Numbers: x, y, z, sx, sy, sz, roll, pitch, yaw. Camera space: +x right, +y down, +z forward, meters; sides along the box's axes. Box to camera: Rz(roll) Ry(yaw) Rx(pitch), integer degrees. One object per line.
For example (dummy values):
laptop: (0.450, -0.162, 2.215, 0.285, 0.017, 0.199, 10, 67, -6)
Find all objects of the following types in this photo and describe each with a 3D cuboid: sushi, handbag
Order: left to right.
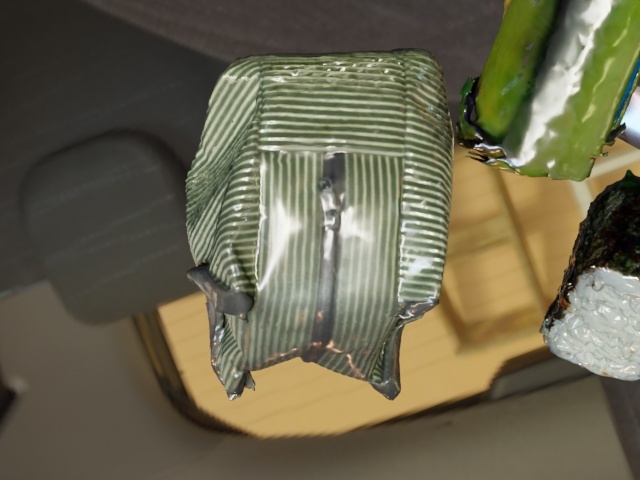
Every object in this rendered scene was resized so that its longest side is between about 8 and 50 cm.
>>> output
handbag: (0.000, 0.000, 1.213, 0.247, 0.240, 0.341, -1, 154, -6)
sushi: (0.284, 0.035, 1.192, 0.225, 0.124, 0.127, 94, 19, -63)

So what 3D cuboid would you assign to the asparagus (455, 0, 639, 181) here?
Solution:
asparagus: (0.225, -0.224, 1.000, 0.382, 0.128, 0.108, -67, 165, 14)

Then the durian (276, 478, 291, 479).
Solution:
durian: (-0.048, 0.296, 1.254, 0.146, 0.208, 0.102, -51, 172, 5)

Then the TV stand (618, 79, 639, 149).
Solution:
TV stand: (0.390, -0.116, 1.344, 0.083, 0.269, 0.088, -35, 152, -61)

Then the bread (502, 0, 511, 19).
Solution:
bread: (0.317, -0.321, 1.681, 0.132, 0.295, 0.167, 11, 162, -18)
